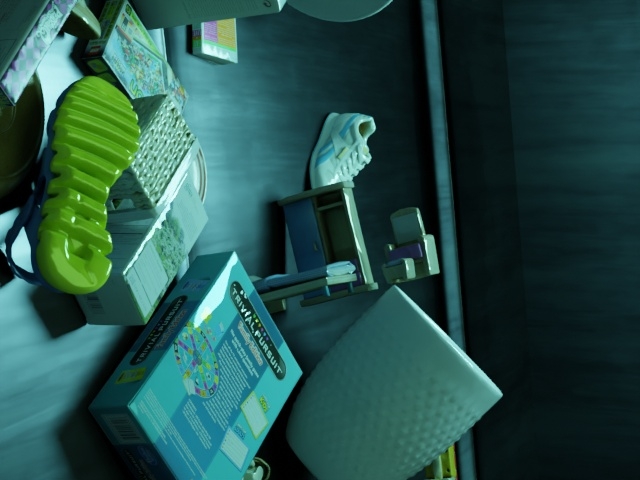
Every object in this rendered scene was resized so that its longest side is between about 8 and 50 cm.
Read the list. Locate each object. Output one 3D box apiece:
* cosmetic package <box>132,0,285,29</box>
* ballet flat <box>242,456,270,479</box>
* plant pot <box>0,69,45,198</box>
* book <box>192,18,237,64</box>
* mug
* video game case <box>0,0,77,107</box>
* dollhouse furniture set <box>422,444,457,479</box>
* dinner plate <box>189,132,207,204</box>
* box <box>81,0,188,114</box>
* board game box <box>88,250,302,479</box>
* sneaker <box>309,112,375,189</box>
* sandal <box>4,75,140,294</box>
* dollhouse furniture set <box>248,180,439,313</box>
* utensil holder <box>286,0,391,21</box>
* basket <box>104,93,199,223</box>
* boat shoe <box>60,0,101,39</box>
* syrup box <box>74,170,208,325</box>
[{"bbox_3d":[-0.154,-0.383,1.852,0.117,0.231,0.086,-67,146,-44],"label":"cosmetic package"},{"bbox_3d":[-0.141,0.371,2.010,0.206,0.067,0.073,-1,89,-65],"label":"ballet flat"},{"bbox_3d":[-0.401,-0.164,1.528,0.236,0.032,0.236,-2,90,-65],"label":"plant pot"},{"bbox_3d":[-0.174,-0.365,2.051,0.096,0.035,0.144,9,80,-62],"label":"book"},{"bbox_3d":[0.103,0.279,2.288,0.276,0.328,0.374,45,2,-14],"label":"mug"},{"bbox_3d":[-0.377,-0.225,1.371,0.042,0.210,0.232,65,32,-42],"label":"video game case"},{"bbox_3d":[0.204,0.600,2.615,0.152,0.201,0.374,24,60,-63],"label":"dollhouse furniture set"},{"bbox_3d":[-0.214,-0.102,1.954,0.141,0.017,0.141,-1,90,-65],"label":"dinner plate"},{"bbox_3d":[-0.264,-0.235,1.832,0.207,0.036,0.114,58,38,-47],"label":"box"},{"bbox_3d":[-0.173,0.220,1.871,0.254,0.079,0.336,63,38,-28],"label":"board game box"},{"bbox_3d":[0.042,-0.155,2.436,0.087,0.092,0.229,59,38,-50],"label":"sneaker"},{"bbox_3d":[-0.321,-0.067,1.589,0.126,0.138,0.317,33,52,-33],"label":"sandal"},{"bbox_3d":[0.000,0.000,2.120,0.303,0.286,0.198,-5,80,-65],"label":"dollhouse furniture set"},{"bbox_3d":[0.078,-0.610,2.294,0.385,0.327,0.328,-55,136,-49],"label":"utensil holder"},{"bbox_3d":[-0.258,-0.115,1.748,0.103,0.113,0.167,65,33,-33],"label":"basket"},{"bbox_3d":[-0.337,-0.320,1.646,0.170,0.063,0.059,42,56,-57],"label":"boat shoe"},{"bbox_3d":[-0.251,0.006,1.765,0.237,0.096,0.093,-65,146,-46],"label":"syrup box"}]
